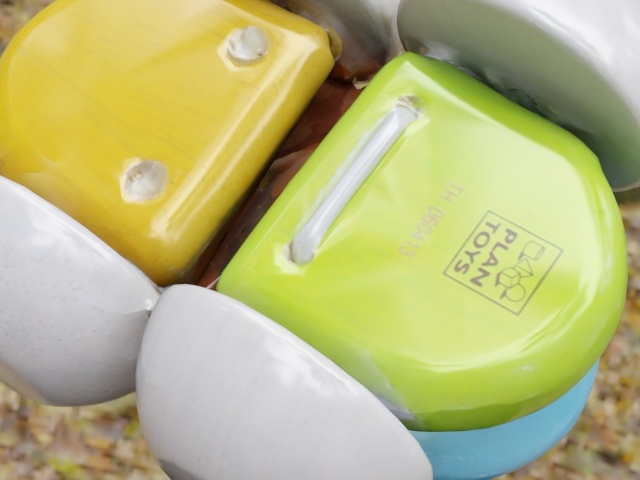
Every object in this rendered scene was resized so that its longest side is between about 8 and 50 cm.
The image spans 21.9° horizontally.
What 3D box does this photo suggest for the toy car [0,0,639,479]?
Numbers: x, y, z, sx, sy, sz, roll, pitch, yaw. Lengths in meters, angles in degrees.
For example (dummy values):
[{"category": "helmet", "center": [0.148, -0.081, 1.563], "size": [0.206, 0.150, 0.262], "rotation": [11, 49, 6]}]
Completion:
[{"category": "toy car", "center": [0.000, 0.000, 0.436], "size": [0.182, 0.136, 0.159], "rotation": [26, 69, 30]}]
